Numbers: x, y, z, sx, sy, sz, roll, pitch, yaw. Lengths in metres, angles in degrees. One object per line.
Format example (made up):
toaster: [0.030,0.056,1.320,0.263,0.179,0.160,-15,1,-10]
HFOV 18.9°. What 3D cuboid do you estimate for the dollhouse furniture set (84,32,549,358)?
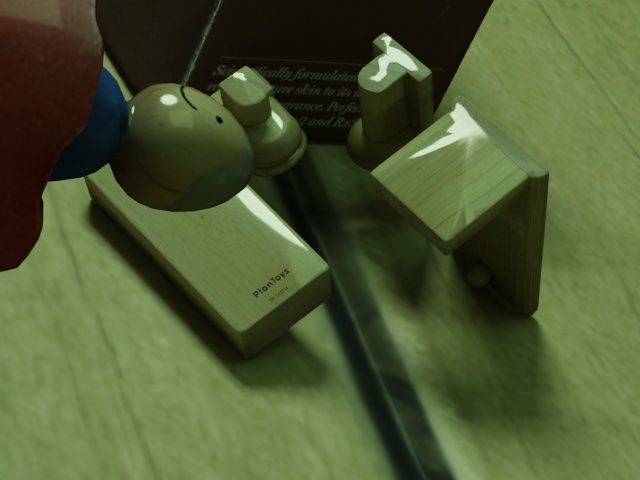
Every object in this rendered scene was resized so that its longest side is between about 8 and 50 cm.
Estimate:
dollhouse furniture set: [0.000,0.000,0.896,0.151,0.123,0.144,-37,63,-17]

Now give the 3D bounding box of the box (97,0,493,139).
box: [-0.026,-0.177,0.995,0.168,0.167,0.203,0,41,-36]

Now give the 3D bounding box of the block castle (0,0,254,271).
block castle: [-0.120,0.156,0.337,0.213,0.303,0.453,13,36,-22]
